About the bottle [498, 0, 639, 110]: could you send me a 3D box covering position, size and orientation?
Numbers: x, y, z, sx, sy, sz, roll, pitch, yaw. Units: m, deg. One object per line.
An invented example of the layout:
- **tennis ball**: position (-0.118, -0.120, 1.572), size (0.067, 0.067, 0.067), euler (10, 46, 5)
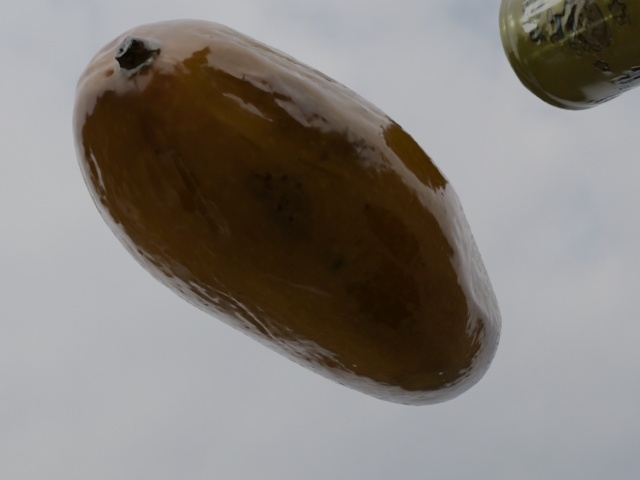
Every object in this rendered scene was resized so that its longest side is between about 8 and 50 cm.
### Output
- **bottle**: position (0.321, -0.239, 0.864), size (0.172, 0.171, 0.351), euler (2, -7, -20)

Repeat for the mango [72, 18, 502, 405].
- **mango**: position (0.004, 0.002, 0.555), size (0.359, 0.187, 0.144), euler (39, -104, -38)
